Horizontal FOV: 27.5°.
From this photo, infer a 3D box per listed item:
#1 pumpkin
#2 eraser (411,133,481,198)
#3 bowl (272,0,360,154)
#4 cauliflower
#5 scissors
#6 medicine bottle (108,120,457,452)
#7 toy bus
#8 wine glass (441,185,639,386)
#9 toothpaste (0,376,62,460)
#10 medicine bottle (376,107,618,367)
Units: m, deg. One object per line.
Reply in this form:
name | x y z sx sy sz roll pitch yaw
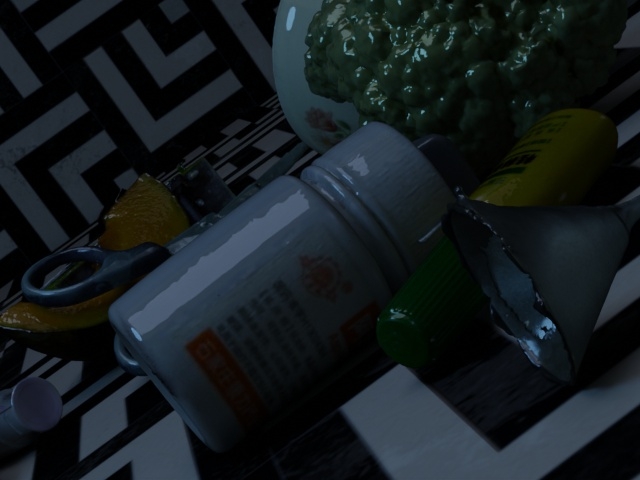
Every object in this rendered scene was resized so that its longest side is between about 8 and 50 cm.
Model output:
pumpkin | -0.232 0.076 1.543 0.148 0.169 0.312 21 44 22
eraser | 0.000 0.000 1.176 0.352 0.089 0.061 -24 12 47
bowl | 0.093 -0.206 1.391 0.277 0.277 0.145 -41 40 -26
cauliflower | 0.134 -0.201 1.187 0.327 0.260 0.281 -4 31 28
scissors | -0.125 -0.004 1.454 0.256 0.029 0.383 26 52 39
medicine bottle | -0.021 0.030 0.972 0.252 0.144 0.144 -40 12 -12
toy bus | -0.254 0.014 1.816 0.302 0.113 0.139 -44 11 -33
wine glass | 0.172 -0.015 0.706 0.183 0.122 0.122 -32 11 -6
toothpaste | -0.390 0.229 1.448 0.323 0.066 0.100 -32 10 42
medicine bottle | 0.123 -0.005 0.905 0.095 0.064 0.260 -32 11 50
